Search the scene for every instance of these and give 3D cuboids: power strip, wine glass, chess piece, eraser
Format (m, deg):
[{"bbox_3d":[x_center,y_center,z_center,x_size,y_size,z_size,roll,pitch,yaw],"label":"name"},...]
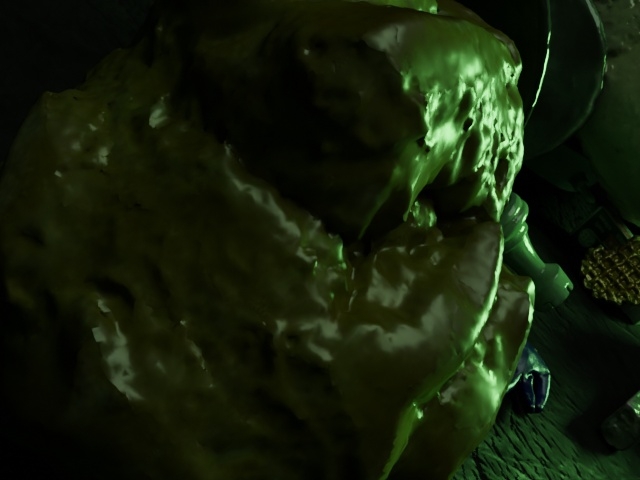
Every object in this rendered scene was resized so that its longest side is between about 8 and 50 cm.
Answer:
[{"bbox_3d":[0.241,-0.140,1.435,0.253,0.054,0.168,54,30,17],"label":"power strip"},{"bbox_3d":[0.104,-0.153,1.048,0.267,0.267,0.406,51,21,12],"label":"wine glass"},{"bbox_3d":[0.178,0.014,1.111,0.103,0.067,0.067,48,25,-14],"label":"chess piece"},{"bbox_3d":[0.315,0.025,1.304,0.029,0.052,0.122,4,48,-52],"label":"eraser"}]

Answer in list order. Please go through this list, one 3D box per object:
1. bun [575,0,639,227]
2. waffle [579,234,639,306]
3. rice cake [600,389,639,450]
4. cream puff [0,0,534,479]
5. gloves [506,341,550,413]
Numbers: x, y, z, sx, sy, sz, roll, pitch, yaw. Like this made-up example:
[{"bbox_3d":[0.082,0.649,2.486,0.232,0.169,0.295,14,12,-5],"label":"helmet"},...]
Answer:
[{"bbox_3d":[0.376,-0.187,1.347,0.360,0.211,0.359,46,32,-40],"label":"bun"},{"bbox_3d":[0.303,0.031,1.261,0.016,0.085,0.078,87,0,-62],"label":"waffle"},{"bbox_3d":[0.299,0.146,1.115,0.036,0.047,0.207,53,28,14],"label":"rice cake"},{"bbox_3d":[-0.001,0.005,0.626,0.274,0.270,0.323,56,29,10],"label":"cream puff"},{"bbox_3d":[0.155,0.106,0.978,0.064,0.026,0.086,53,26,11],"label":"gloves"}]
